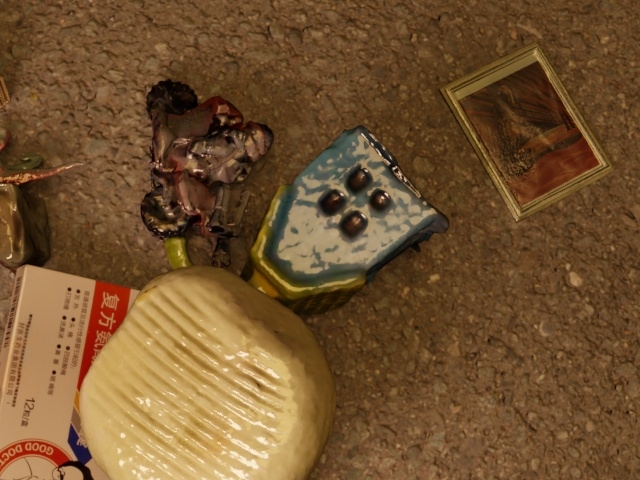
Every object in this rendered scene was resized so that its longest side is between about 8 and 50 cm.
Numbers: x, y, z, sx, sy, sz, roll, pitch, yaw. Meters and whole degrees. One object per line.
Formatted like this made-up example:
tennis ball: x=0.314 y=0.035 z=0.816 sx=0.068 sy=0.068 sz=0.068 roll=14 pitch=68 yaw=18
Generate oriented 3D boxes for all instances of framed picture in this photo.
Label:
framed picture: x=0.361 y=-0.194 z=1.828 sx=0.216 sy=0.016 sz=0.273 roll=-28 pitch=82 yaw=-15

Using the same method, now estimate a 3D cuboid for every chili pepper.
chili pepper: x=-0.189 y=0.071 z=1.659 sx=0.208 sy=0.043 sz=0.049 roll=56 pitch=37 yaw=2

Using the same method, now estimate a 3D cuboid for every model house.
model house: x=0.000 y=0.000 z=1.603 sx=0.303 sy=0.237 sz=0.215 roll=-37 pitch=85 yaw=-16

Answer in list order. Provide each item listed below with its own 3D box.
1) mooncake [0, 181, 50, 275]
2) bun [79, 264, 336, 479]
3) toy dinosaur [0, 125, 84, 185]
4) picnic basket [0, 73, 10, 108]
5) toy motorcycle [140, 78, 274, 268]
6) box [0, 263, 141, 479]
mooncake: x=-0.464 y=-0.015 z=1.586 sx=0.073 sy=0.125 sz=0.130 roll=-12 pitch=75 yaw=6
bun: x=-0.153 y=0.213 z=1.455 sx=0.361 sy=0.213 sz=0.361 roll=-2 pitch=81 yaw=15
toy dinosaur: x=-0.491 y=-0.101 z=1.618 sx=0.242 sy=0.053 sz=0.167 roll=10 pitch=49 yaw=7
picnic basket: x=-0.567 y=-0.218 z=1.623 sx=0.164 sy=0.115 sz=0.079 roll=-42 pitch=84 yaw=-17
toy motorcycle: x=-0.175 y=-0.077 z=1.633 sx=0.207 sy=0.134 sz=0.401 roll=1 pitch=61 yaw=-5
box: x=-0.367 y=0.230 z=1.536 sx=0.214 sy=0.069 sz=0.353 roll=16 pitch=74 yaw=-30
